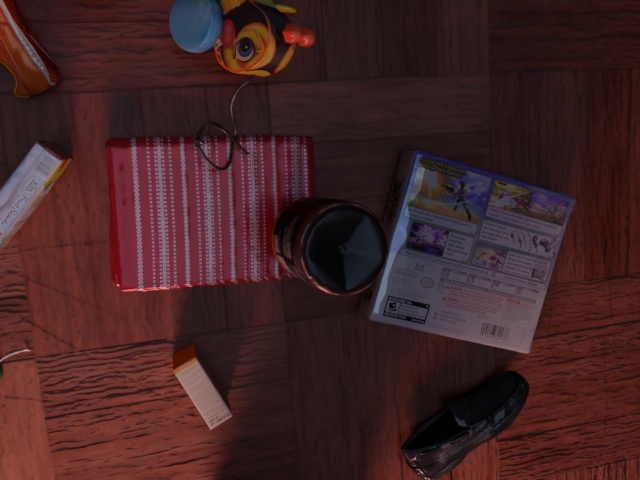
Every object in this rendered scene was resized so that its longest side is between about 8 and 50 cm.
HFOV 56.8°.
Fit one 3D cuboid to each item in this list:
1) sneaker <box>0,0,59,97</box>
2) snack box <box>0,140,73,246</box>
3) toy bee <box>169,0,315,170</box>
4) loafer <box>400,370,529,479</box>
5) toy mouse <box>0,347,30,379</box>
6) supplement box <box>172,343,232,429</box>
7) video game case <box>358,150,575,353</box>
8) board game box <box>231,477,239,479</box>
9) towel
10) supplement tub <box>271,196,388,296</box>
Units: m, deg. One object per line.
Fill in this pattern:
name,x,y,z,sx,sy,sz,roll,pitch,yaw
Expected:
sneaker,-0.376,-0.248,0.681,0.067,0.064,0.175,-27,101,1
snack box,-0.351,-0.051,0.694,0.037,0.100,0.141,38,87,-17
toy bee,-0.082,-0.259,0.703,0.195,0.162,0.298,-49,124,-49
loafer,0.221,0.273,0.901,0.223,0.076,0.078,-39,113,-3
toy mouse,-0.441,0.143,0.735,0.143,0.031,0.161,3,97,-15
supplement box,-0.160,0.196,0.799,0.036,0.062,0.098,-31,103,-9
video game case,0.215,0.020,0.871,0.269,0.061,0.244,14,96,-16
board game box,-0.025,0.468,0.742,0.242,0.316,0.064,44,87,-16
towel,-0.140,-0.039,0.788,0.274,0.031,0.199,-4,97,-16
supplement tub,0.000,0.000,0.713,0.106,0.198,0.106,-2,97,-16
